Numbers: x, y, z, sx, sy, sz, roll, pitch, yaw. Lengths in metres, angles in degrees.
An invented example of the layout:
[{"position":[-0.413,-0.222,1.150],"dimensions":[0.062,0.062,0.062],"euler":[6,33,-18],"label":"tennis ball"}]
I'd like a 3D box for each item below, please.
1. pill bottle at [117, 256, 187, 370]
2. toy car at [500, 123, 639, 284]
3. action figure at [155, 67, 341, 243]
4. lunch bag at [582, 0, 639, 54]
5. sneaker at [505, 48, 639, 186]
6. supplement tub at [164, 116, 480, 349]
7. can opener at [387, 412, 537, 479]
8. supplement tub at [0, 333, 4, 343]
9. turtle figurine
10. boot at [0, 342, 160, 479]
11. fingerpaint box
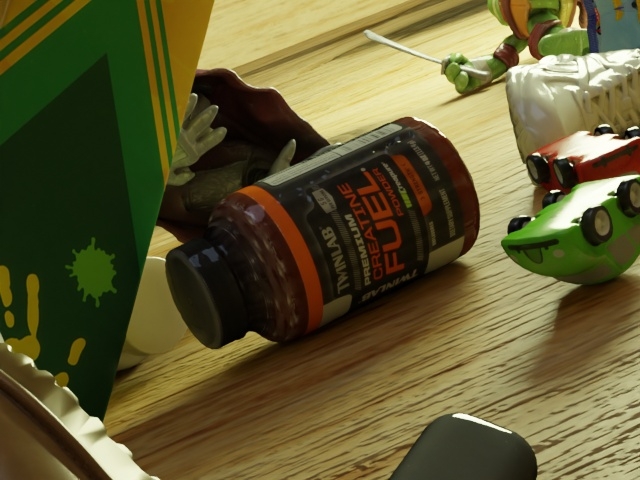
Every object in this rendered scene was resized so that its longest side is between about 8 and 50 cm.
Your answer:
[{"position":[-0.167,0.050,1.101],"dimensions":[0.160,0.087,0.087],"euler":[-8,17,44],"label":"pill bottle"},{"position":[0.188,-0.023,0.944],"dimensions":[0.239,0.053,0.225],"euler":[-9,17,44],"label":"toy car"},{"position":[-0.149,-0.068,1.336],"dimensions":[0.276,0.248,0.370],"euler":[-46,33,-20],"label":"action figure"},{"position":[0.411,-0.229,1.395],"dimensions":[0.293,0.138,0.221],"euler":[-13,5,-36],"label":"lunch bag"},{"position":[0.214,-0.109,1.204],"dimensions":[0.115,0.090,0.232],"euler":[-11,16,23],"label":"sneaker"},{"position":[0.000,0.000,1.019],"dimensions":[0.197,0.106,0.106],"euler":[-26,14,-23],"label":"supplement tub"},{"position":[0.031,0.146,0.465],"dimensions":[0.095,0.076,0.283],"euler":[19,25,15],"label":"can opener"},{"position":[-0.340,0.116,0.809],"dimensions":[0.338,0.207,0.207],"euler":[-12,14,32],"label":"supplement tub"},{"position":[0.182,-0.257,1.663],"dimensions":[0.198,0.274,0.266],"euler":[-55,20,-1],"label":"turtle figurine"},{"position":[-0.156,0.127,0.457],"dimensions":[0.236,0.089,0.269],"euler":[26,27,24],"label":"boot"},{"position":[-0.307,-0.052,1.113],"dimensions":[0.444,0.163,0.371],"euler":[-7,61,43],"label":"fingerpaint box"}]
